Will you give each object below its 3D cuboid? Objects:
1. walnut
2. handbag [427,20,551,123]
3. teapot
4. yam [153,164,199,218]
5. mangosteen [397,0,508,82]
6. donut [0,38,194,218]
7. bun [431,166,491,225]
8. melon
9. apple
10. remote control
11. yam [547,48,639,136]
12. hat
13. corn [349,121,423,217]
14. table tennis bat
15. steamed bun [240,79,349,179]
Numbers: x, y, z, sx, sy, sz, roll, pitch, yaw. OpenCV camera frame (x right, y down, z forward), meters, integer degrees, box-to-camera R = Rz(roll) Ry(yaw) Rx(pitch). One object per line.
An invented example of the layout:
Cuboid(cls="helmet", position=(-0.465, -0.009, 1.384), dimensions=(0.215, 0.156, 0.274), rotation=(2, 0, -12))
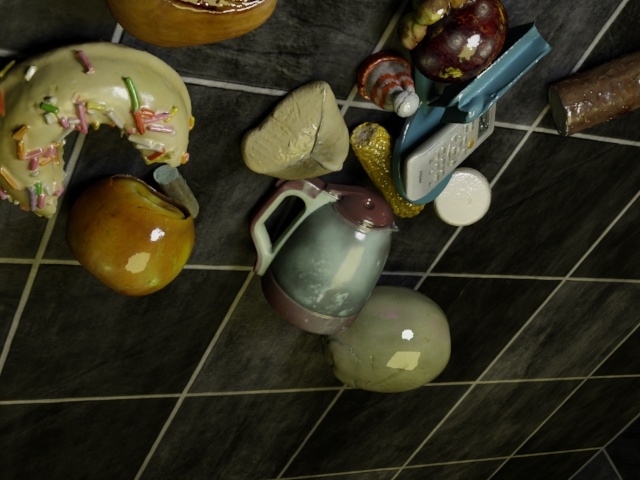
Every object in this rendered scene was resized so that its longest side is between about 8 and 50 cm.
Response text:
Cuboid(cls="walnut", position=(-0.186, -0.403, 1.501), dimensions=(0.298, 0.203, 0.203), rotation=(-12, 142, -19))
Cuboid(cls="handbag", position=(0.320, -0.318, 1.875), dimensions=(0.229, 0.179, 0.062), rotation=(-43, 103, -3))
Cuboid(cls="teapot", position=(0.000, 0.000, 2.104), dimensions=(0.315, 0.233, 0.312), rotation=(24, 121, -11))
Cuboid(cls="yam", position=(-0.285, -0.095, 1.935), dimensions=(0.054, 0.054, 0.132), rotation=(-24, 143, 0))
Cuboid(cls="mangosteen", position=(0.232, -0.395, 1.765), dimensions=(0.192, 0.192, 0.217), rotation=(-36, 111, 15))
Cuboid(cls="donut", position=(-0.402, -0.193, 1.664), dimensions=(0.371, 0.150, 0.307), rotation=(-21, 143, -3))
Cuboid(cls="bun", position=(0.315, -0.104, 2.227), dimensions=(0.138, 0.094, 0.138), rotation=(-2, 103, -10))
Cuboid(cls="melon", position=(0.156, 0.241, 2.418), dimensions=(0.330, 0.268, 0.268), rotation=(-2, 143, 6))
Cuboid(cls="apple", position=(-0.356, -0.014, 1.853), dimensions=(0.207, 0.237, 0.237), rotation=(-47, 141, -1))
Cuboid(cls="remote control", position=(0.263, -0.202, 2.002), dimensions=(0.313, 0.055, 0.109), rotation=(-41, 142, -36))
Cuboid(cls="yam", position=(0.623, -0.326, 2.098), dimensions=(0.279, 0.131, 0.131), rotation=(-23, 144, -5))
Cuboid(cls="hat", position=(0.139, -0.283, 1.847), dimensions=(0.112, 0.162, 0.093), rotation=(-34, 140, 6))
Cuboid(cls="corn", position=(0.154, -0.146, 2.080), dimensions=(0.101, 0.101, 0.310), rotation=(-28, 142, 5))
Cuboid(cls="table tennis bat", position=(0.221, -0.220, 2.008), dimensions=(0.215, 0.044, 0.329), rotation=(-37, 136, -31))
Cuboid(cls="steamed bun", position=(-0.044, -0.181, 1.917), dimensions=(0.212, 0.110, 0.231), rotation=(-25, 141, 1))
